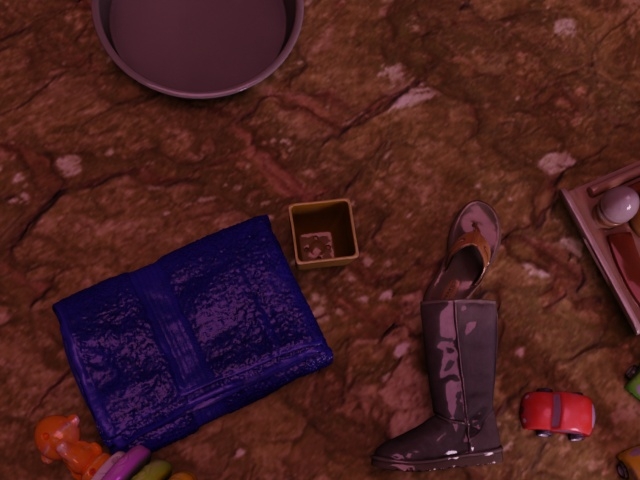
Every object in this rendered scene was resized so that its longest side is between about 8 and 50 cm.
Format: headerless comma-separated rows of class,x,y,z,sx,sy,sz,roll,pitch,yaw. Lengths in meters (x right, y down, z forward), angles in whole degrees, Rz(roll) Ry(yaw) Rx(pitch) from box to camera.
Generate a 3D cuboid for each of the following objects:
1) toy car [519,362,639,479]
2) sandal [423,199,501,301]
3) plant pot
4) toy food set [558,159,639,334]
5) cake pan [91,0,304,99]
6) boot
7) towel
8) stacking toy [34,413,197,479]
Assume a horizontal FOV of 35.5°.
toy car,0.408,0.214,1.298,0.239,0.053,0.225,38,73,6
sandal,0.194,0.026,1.337,0.072,0.049,0.180,27,72,3
plant pot,0.000,0.000,1.308,0.081,0.083,0.081,-6,73,-8
toy food set,0.501,-0.029,1.363,0.306,0.092,0.219,-23,76,-12
cake pan,-0.171,-0.323,1.407,0.293,0.054,0.293,2,73,-5
boot,0.145,0.179,1.258,0.190,0.076,0.208,-3,88,-21
towel,-0.160,0.116,1.259,0.308,0.076,0.227,-24,77,-12
stacking toy,-0.209,0.303,1.145,0.302,0.166,0.175,36,96,8
